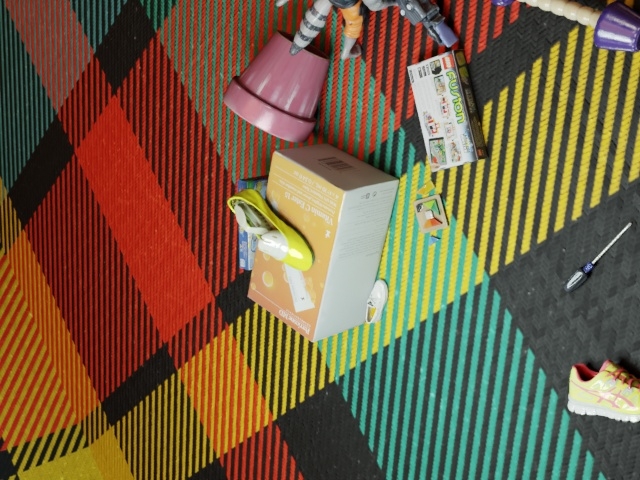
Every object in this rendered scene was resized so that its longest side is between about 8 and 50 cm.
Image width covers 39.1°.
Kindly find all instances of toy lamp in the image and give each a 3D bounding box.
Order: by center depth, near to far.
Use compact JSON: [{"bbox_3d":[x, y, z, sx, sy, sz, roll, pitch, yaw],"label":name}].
[{"bbox_3d":[0.404,-0.372,1.459,0.275,0.080,0.080,35,123,37],"label":"toy lamp"}]

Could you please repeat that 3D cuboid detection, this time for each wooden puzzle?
[{"bbox_3d":[0.214,-0.052,1.771,0.078,0.014,0.116,-26,82,45],"label":"wooden puzzle"}]

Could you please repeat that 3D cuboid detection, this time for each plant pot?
[{"bbox_3d":[-0.076,-0.328,1.878,0.201,0.201,0.180,41,110,31],"label":"plant pot"}]

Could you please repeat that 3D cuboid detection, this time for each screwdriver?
[{"bbox_3d":[0.469,0.030,1.531,0.024,0.025,0.170,51,132,23],"label":"screwdriver"}]

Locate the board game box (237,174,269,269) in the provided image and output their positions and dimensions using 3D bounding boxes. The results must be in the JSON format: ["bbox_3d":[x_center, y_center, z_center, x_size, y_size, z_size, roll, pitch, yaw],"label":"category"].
[{"bbox_3d":[-0.122,-0.045,2.022,0.035,0.136,0.201,14,110,43],"label":"board game box"}]

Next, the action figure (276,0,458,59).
[{"bbox_3d":[0.077,-0.440,1.659,0.341,0.178,0.330,49,152,0],"label":"action figure"}]

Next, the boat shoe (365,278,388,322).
[{"bbox_3d":[0.115,0.130,1.901,0.035,0.035,0.100,31,121,36],"label":"boat shoe"}]

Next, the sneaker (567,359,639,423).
[{"bbox_3d":[0.503,0.248,1.513,0.208,0.081,0.094,-4,95,46],"label":"sneaker"}]

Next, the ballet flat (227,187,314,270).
[{"bbox_3d":[-0.109,-0.017,1.816,0.231,0.077,0.077,48,129,26],"label":"ballet flat"}]

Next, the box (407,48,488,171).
[{"bbox_3d":[0.237,-0.240,1.685,0.114,0.036,0.207,-11,92,46],"label":"box"}]

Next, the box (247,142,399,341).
[{"bbox_3d":[0.000,0.000,1.888,0.215,0.168,0.345,31,121,36],"label":"box"}]
